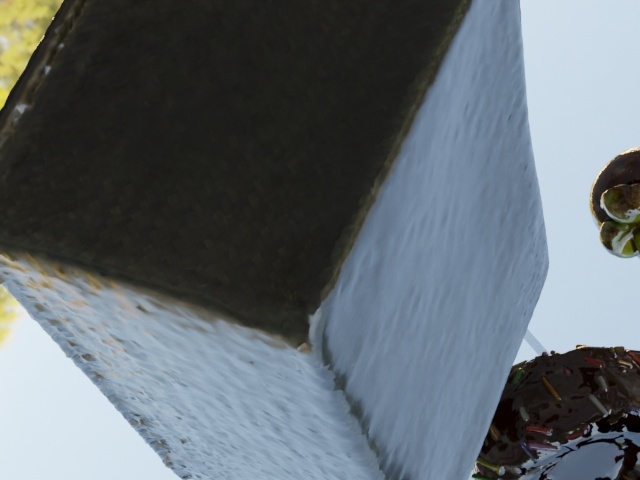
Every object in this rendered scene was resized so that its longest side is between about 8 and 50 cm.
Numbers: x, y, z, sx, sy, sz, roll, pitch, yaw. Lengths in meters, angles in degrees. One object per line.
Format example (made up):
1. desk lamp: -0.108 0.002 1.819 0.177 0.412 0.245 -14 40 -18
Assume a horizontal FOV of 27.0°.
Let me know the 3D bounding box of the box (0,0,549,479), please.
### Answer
1. box: -0.002 0.000 0.560 0.143 0.273 0.184 15 -115 21

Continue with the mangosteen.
1. mangosteen: 0.414 -0.031 1.730 0.146 0.156 0.181 -26 -142 60

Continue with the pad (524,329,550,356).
1. pad: 0.307 0.168 1.719 0.004 0.116 0.193 -39 -110 -2

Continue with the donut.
1. donut: 0.249 0.202 1.268 0.235 0.235 0.089 -44 -147 19
